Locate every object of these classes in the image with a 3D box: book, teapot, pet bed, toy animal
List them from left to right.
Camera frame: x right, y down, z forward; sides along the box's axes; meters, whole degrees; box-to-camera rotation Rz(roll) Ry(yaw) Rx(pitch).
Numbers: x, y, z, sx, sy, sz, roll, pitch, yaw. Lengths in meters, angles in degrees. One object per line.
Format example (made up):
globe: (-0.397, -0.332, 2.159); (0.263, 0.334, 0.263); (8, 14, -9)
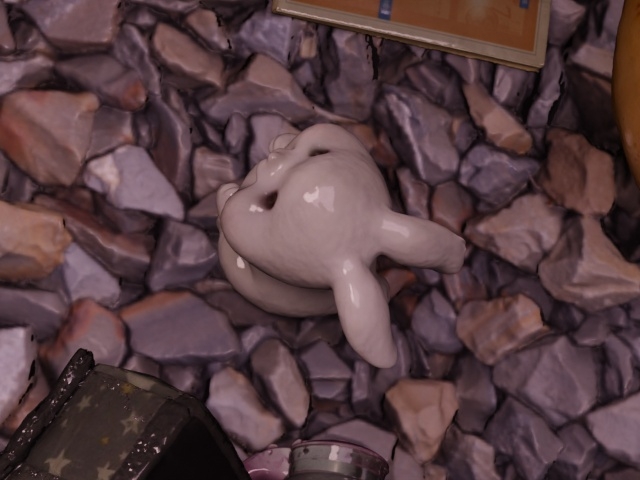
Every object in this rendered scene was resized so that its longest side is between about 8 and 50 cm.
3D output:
pet bed: (-0.173, 0.199, 1.378); (0.159, 0.183, 0.211); (23, 66, 33)
teapot: (-0.007, 0.226, 1.469); (0.116, 0.148, 0.146); (37, 54, -43)
toy animal: (0.004, 0.003, 1.464); (0.127, 0.193, 0.178); (-46, 102, -18)
book: (0.085, -0.247, 1.620); (0.242, 0.018, 0.170); (10, 76, -13)

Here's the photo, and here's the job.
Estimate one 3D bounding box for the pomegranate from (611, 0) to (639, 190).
pomegranate: (0.401, -0.127, 1.545); (0.338, 0.338, 0.338); (3, 78, -15)
